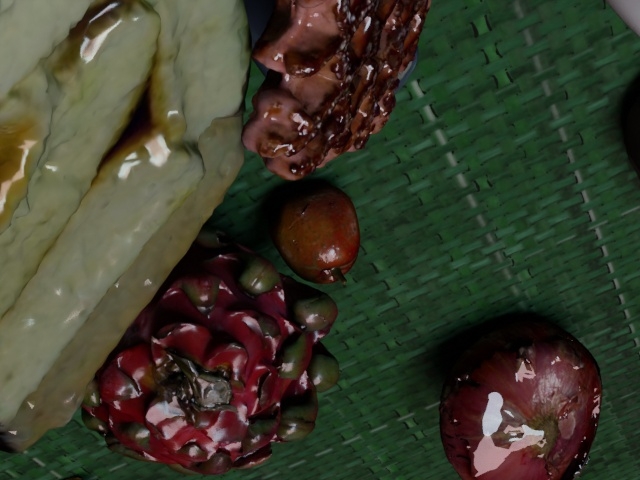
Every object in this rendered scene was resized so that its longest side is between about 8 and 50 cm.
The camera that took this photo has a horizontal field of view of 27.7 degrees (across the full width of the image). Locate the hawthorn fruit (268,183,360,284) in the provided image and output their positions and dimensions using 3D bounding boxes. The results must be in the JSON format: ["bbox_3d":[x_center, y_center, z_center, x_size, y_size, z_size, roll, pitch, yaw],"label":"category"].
[{"bbox_3d":[-0.002,-0.005,1.010,0.077,0.077,0.077,-12,142,-9],"label":"hawthorn fruit"}]

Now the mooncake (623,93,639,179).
[{"bbox_3d":[0.371,-0.082,1.031,0.245,0.133,0.245,-18,147,-12],"label":"mooncake"}]

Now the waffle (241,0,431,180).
[{"bbox_3d":[0.028,-0.146,0.736,0.234,0.055,0.221,-69,166,19],"label":"waffle"}]

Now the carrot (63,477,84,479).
[{"bbox_3d":[-0.227,0.287,1.301,0.048,0.048,0.139,-19,144,1],"label":"carrot"}]

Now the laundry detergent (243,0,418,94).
[{"bbox_3d":[-0.020,-0.152,0.829,0.097,0.061,0.206,-33,140,15],"label":"laundry detergent"}]

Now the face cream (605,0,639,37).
[{"bbox_3d":[0.276,-0.202,0.776,0.201,0.201,0.187,16,131,-37],"label":"face cream"}]

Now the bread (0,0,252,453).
[{"bbox_3d":[-0.166,-0.087,0.681,0.264,0.239,0.395,-43,157,-17],"label":"bread"}]

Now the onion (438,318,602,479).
[{"bbox_3d":[0.181,0.161,1.255,0.184,0.147,0.183,-5,100,-32],"label":"onion"}]

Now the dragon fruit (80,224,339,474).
[{"bbox_3d":[-0.081,0.098,1.007,0.218,0.198,0.273,-39,140,12],"label":"dragon fruit"}]
